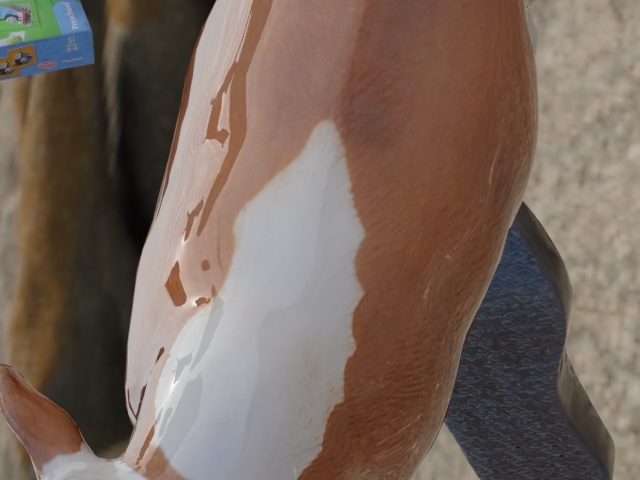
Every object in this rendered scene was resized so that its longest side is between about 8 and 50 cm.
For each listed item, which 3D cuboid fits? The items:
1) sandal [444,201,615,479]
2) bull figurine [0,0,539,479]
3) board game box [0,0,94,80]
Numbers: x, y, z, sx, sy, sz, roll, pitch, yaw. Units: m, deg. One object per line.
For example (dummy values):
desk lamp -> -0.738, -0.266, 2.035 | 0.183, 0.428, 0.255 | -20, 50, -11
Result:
sandal -> 0.086, 0.050, 0.872 | 0.254, 0.097, 0.054 | 67, -151, -49
bull figurine -> 0.000, 0.000, 0.491 | 0.188, 0.101, 0.310 | 80, -150, -71
board game box -> -0.290, -0.175, 1.293 | 0.039, 0.211, 0.160 | 95, 156, -50
